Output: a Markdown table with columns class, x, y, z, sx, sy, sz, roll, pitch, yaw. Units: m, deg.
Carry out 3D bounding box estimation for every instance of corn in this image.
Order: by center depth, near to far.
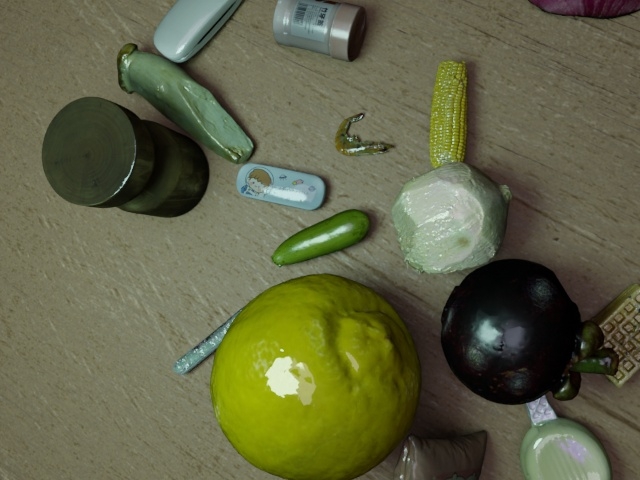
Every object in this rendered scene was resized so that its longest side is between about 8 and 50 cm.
| class | x | y | z | sx | sy | sz | roll | pitch | yaw |
| --- | --- | --- | --- | --- | --- | --- | --- | --- | --- |
| corn | 0.227 | -0.216 | 0.952 | 0.067 | 0.067 | 0.206 | 3 | 87 | 14 |

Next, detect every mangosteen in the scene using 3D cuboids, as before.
| class | x | y | z | sx | sy | sz | roll | pitch | yaw |
| --- | --- | --- | --- | --- | --- | --- | --- | --- | --- |
| mangosteen | 0.319 | 0.150 | 0.835 | 0.265 | 0.228 | 0.228 | 21 | 93 | 18 |

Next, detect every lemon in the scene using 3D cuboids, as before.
| class | x | y | z | sx | sy | sz | roll | pitch | yaw |
| --- | --- | --- | --- | --- | --- | --- | --- | --- | --- |
| lemon | -0.010 | 0.219 | 0.867 | 0.348 | 0.348 | 0.348 | 0 | 88 | 14 |

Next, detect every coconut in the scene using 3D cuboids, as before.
| class | x | y | z | sx | sy | sz | roll | pitch | yaw |
| --- | --- | --- | --- | --- | --- | --- | --- | --- | --- |
| coconut | 0.222 | -0.040 | 0.892 | 0.194 | 0.194 | 0.194 | 0 | 88 | 14 |

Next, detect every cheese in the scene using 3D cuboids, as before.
| class | x | y | z | sx | sy | sz | roll | pitch | yaw |
| --- | --- | --- | --- | --- | --- | --- | --- | --- | --- |
| cheese | 0.387 | 0.332 | 0.896 | 0.137 | 0.064 | 0.227 | -24 | 84 | 9 |

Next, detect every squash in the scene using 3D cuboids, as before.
| class | x | y | z | sx | sy | sz | roll | pitch | yaw |
| --- | --- | --- | --- | --- | --- | --- | --- | --- | --- |
| squash | 0.000 | 0.000 | 1.002 | 0.201 | 0.066 | 0.066 | -24 | 83 | 15 |

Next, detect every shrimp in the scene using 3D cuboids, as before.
| class | x | y | z | sx | sy | sz | roll | pitch | yaw |
| --- | --- | --- | --- | --- | --- | --- | --- | --- | --- |
| shrimp | 0.082 | -0.198 | 1.011 | 0.114 | 0.023 | 0.083 | 6 | 87 | 18 |

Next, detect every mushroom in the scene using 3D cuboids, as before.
| class | x | y | z | sx | sy | sz | roll | pitch | yaw |
| --- | --- | --- | --- | --- | --- | --- | --- | --- | --- |
| mushroom | -0.269 | -0.274 | 1.064 | 0.333 | 0.107 | 0.087 | 36 | 52 | 13 |

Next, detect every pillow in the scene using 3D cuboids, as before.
| class | x | y | z | sx | sy | sz | roll | pitch | yaw |
| --- | --- | --- | --- | --- | --- | --- | --- | --- | --- |
| pillow | 0.183 | 0.414 | 0.874 | 0.084 | 0.236 | 0.223 | 16 | 88 | 43 |

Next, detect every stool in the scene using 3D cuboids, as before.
| class | x | y | z | sx | sy | sz | roll | pitch | yaw |
| --- | --- | --- | --- | --- | --- | --- | --- | --- | --- |
| stool | -0.341 | -0.138 | 0.990 | 0.179 | 0.264 | 0.179 | -1 | 88 | 13 |

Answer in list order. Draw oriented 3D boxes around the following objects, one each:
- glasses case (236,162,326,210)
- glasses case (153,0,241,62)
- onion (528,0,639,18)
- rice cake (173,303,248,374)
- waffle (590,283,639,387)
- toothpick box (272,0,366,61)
| class | x | y | z | sx | sy | sz | roll | pitch | yaw |
| --- | --- | --- | --- | --- | --- | --- | --- | --- | --- |
| glasses case | -0.076 | -0.103 | 1.035 | 0.178 | 0.045 | 0.067 | 13 | 91 | 15 |
| glasses case | -0.236 | -0.456 | 1.074 | 0.092 | 0.059 | 0.233 | 41 | 92 | 17 |
| onion | 0.452 | -0.508 | 0.887 | 0.247 | 0.111 | 0.250 | 10 | 92 | 13 |
| rice cake | -0.207 | 0.195 | 1.064 | 0.207 | 0.033 | 0.033 | -40 | 82 | 9 |
| waffle | 0.501 | 0.154 | 0.884 | 0.148 | 0.042 | 0.102 | -45 | 79 | 8 |
| toothpick box | -0.001 | -0.395 | 0.999 | 0.149 | 0.098 | 0.098 | 19 | 93 | 15 |
